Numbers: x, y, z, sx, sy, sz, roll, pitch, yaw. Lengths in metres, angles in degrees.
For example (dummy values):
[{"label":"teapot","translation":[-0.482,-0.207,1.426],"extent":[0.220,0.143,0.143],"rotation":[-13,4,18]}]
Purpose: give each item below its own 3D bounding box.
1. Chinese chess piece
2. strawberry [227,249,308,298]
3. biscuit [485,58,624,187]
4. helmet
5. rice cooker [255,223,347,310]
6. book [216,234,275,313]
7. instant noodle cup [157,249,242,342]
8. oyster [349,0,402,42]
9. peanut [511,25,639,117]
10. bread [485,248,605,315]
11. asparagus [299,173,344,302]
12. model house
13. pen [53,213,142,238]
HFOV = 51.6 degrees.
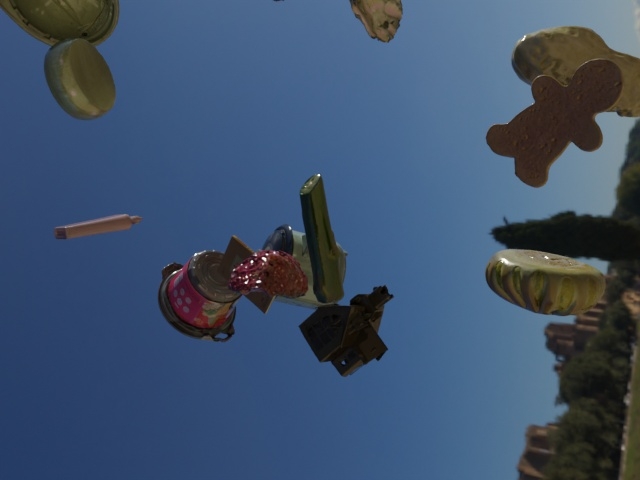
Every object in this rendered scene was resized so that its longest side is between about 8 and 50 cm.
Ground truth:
[{"label":"Chinese chess piece","translation":[-0.425,-0.285,1.175],"extent":[0.144,0.059,0.144],"rotation":[-15,-90,-74]},{"label":"strawberry","translation":[-0.092,0.058,1.149],"extent":[0.192,0.140,0.085],"rotation":[10,-95,-55]},{"label":"biscuit","translation":[0.401,-0.203,1.109],"extent":[0.035,0.240,0.158],"rotation":[-15,-113,-55]},{"label":"helmet","translation":[-0.544,-0.519,1.349],"extent":[0.204,0.137,0.258],"rotation":[-46,-48,9]},{"label":"rice cooker","translation":[-0.078,0.093,2.175],"extent":[0.316,0.317,0.264],"rotation":[60,-159,-48]},{"label":"book","translation":[-0.171,0.083,1.598],"extent":[0.012,0.172,0.118],"rotation":[-23,-33,-54]},{"label":"instant noodle cup","translation":[-0.341,0.145,2.001],"extent":[0.181,0.302,0.258],"rotation":[-49,-1,41]},{"label":"oyster","translation":[0.098,-0.516,1.390],"extent":[0.132,0.072,0.209],"rotation":[-52,-56,-10]},{"label":"peanut","translation":[0.557,-0.358,1.390],"extent":[0.152,0.313,0.152],"rotation":[24,-90,-85]},{"label":"bread","translation":[0.405,0.079,1.216],"extent":[0.213,0.213,0.104],"rotation":[-10,-67,-62]},{"label":"asparagus","translation":[0.000,0.001,1.368],"extent":[0.060,0.067,0.277],"rotation":[-36,-61,-54]},{"label":"model house","translation":[0.111,0.231,1.816],"extent":[0.204,0.243,0.211],"rotation":[55,-158,21]},{"label":"pen","translation":[-0.427,-0.029,1.303],"extent":[0.197,0.053,0.032],"rotation":[-17,-77,-54]}]
